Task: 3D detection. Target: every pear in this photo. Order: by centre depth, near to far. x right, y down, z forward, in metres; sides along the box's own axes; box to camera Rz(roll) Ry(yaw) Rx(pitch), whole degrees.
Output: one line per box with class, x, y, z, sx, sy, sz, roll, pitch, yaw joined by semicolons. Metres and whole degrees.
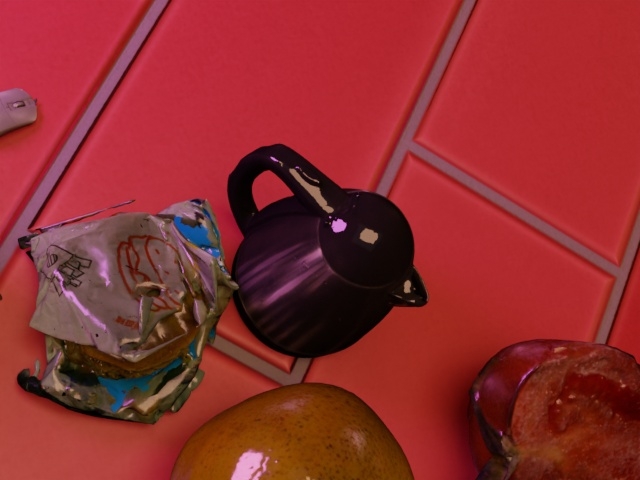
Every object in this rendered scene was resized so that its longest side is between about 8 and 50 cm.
pear;-0.029;0.298;1.192;0.294;0.294;0.294;6;73;-19

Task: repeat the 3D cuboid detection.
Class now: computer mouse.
computer mouse;-0.403;-0.159;1.310;0.110;0.032;0.056;-29;87;-26

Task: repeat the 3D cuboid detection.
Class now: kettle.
kettle;0.016;0.005;1.292;0.207;0.271;0.251;-11;80;-24

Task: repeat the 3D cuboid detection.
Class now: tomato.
tomato;0.308;0.240;1.396;0.309;0.170;0.309;-11;115;-24

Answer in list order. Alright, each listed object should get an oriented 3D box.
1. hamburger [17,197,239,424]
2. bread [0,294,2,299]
hamburger;-0.224;0.078;1.246;0.260;0.150;0.276;1;75;-19
bread;-0.539;-0.040;1.141;0.279;0.315;0.248;37;61;20
